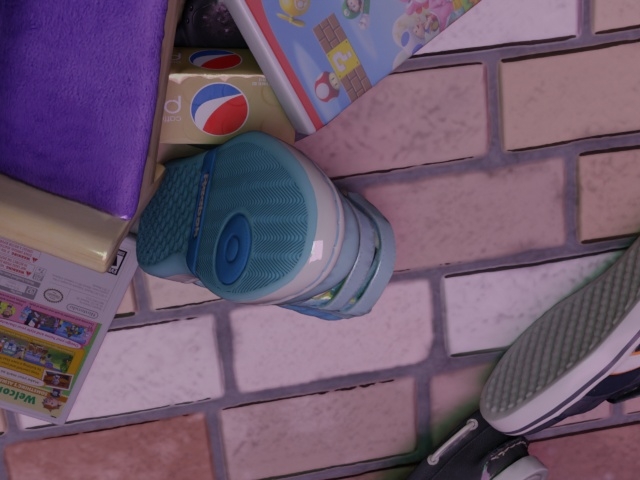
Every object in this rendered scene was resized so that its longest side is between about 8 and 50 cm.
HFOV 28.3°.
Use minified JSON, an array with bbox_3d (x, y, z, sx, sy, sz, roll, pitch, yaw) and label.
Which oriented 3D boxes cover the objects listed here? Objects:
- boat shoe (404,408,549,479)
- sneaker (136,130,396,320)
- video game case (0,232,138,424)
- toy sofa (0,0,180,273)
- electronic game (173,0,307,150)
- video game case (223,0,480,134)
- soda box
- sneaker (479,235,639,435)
[{"bbox_3d":[0.083,0.285,1.234,0.302,0.091,0.114,-41,151,6],"label":"boat shoe"},{"bbox_3d":[0.000,0.000,0.984,0.208,0.319,0.127,14,89,-26],"label":"sneaker"},{"bbox_3d":[-0.284,0.048,1.086,0.212,0.023,0.193,21,108,-20],"label":"video game case"},{"bbox_3d":[-0.172,-0.148,0.793,0.150,0.177,0.362,19,128,4],"label":"toy sofa"},{"bbox_3d":[-0.065,-0.175,1.017,0.229,0.048,0.229,-2,120,-4],"label":"electronic game"},{"bbox_3d":[0.045,-0.243,0.958,0.285,0.025,0.204,-40,118,-20],"label":"video game case"},{"bbox_3d":[-0.110,-0.113,0.986,0.181,0.058,0.061,0,120,-6],"label":"soda box"},{"bbox_3d":[0.299,0.087,1.166,0.321,0.126,0.127,-43,109,7],"label":"sneaker"}]
